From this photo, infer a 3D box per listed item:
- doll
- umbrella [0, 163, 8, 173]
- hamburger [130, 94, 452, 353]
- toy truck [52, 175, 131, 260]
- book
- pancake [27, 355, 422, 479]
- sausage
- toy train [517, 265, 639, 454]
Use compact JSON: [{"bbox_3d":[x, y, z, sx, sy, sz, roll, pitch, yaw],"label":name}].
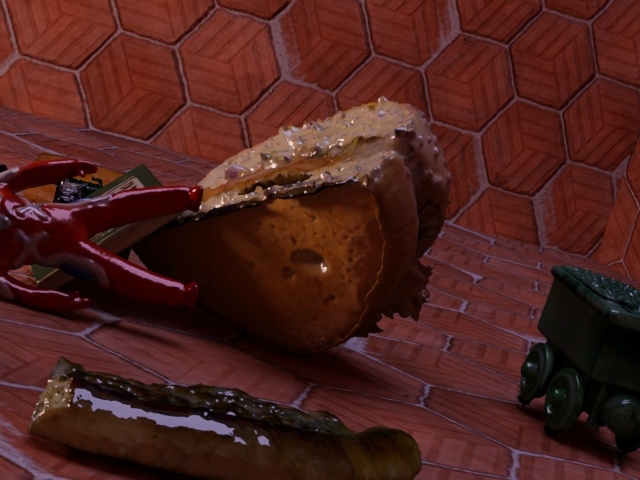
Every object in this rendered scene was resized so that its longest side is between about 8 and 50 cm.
[{"bbox_3d":[-0.332,-0.008,1.891,0.384,0.188,0.099,2,-20,-7],"label":"doll"},{"bbox_3d":[-0.554,-0.085,2.226,0.340,0.118,0.118,17,6,35],"label":"umbrella"},{"bbox_3d":[0.000,0.000,2.058,0.445,0.287,0.268,-13,24,40],"label":"hamburger"},{"bbox_3d":[-0.341,-0.032,2.344,0.121,0.088,0.259,14,9,-14],"label":"toy truck"},{"bbox_3d":[-0.291,-0.019,2.076,0.027,0.202,0.264,61,-8,-18],"label":"book"},{"bbox_3d":[-0.080,0.172,1.523,0.426,0.067,0.305,13,7,-20],"label":"pancake"},{"bbox_3d":[-0.338,-0.061,2.521,0.270,0.109,0.109,19,8,17],"label":"sausage"},{"bbox_3d":[0.364,0.159,2.093,0.145,0.202,0.266,17,10,-15],"label":"toy train"}]
